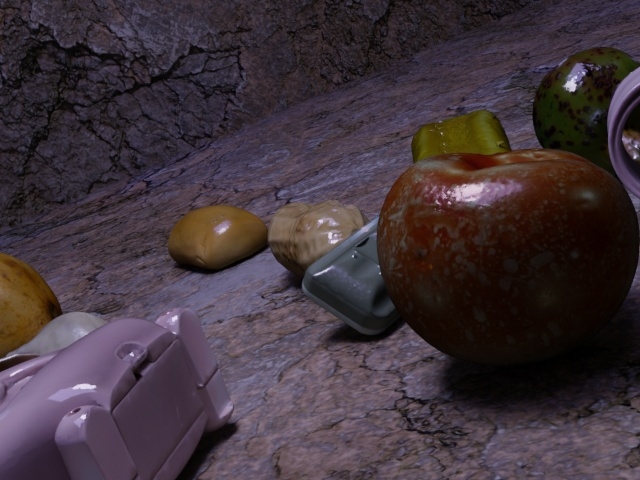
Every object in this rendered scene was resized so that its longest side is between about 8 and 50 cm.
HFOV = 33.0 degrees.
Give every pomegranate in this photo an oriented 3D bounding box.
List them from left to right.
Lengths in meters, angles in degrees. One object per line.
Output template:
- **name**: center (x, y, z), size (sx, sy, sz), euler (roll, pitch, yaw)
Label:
- **pomegranate**: center (-0.507, 0.132, 1.581), size (0.260, 0.260, 0.260), euler (-18, 15, 5)
- **pomegranate**: center (0.422, -0.171, 1.597), size (0.202, 0.202, 0.248), euler (-22, 42, -10)

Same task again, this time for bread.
- **bread**: center (-0.195, -0.013, 1.976), size (0.147, 0.098, 0.217), euler (-25, 16, -31)
- **bread**: center (0.236, -0.122, 1.782), size (0.166, 0.112, 0.383), euler (-14, 16, 8)

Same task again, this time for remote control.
- **remote control**: center (0.114, 0.010, 1.463), size (0.128, 0.065, 0.335), euler (34, 41, 18)

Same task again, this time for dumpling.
- **dumpling**: center (-0.284, 0.161, 1.438), size (0.252, 0.131, 0.179), euler (1, -1, 31)

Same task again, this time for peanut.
- **peanut**: center (0.000, 0.000, 1.619), size (0.130, 0.130, 0.290), euler (-25, 14, -18)

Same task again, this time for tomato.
- **tomato**: center (0.195, 0.019, 1.131), size (0.270, 0.223, 0.270), euler (1, 10, 0)

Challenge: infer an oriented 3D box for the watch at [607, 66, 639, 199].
- **watch**: center (0.499, -0.137, 1.405), size (0.217, 0.248, 0.211), euler (-42, 7, 24)

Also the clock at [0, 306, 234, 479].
- **clock**: center (-0.297, 0.218, 1.161), size (0.325, 0.184, 0.342), euler (-18, 9, 22)
